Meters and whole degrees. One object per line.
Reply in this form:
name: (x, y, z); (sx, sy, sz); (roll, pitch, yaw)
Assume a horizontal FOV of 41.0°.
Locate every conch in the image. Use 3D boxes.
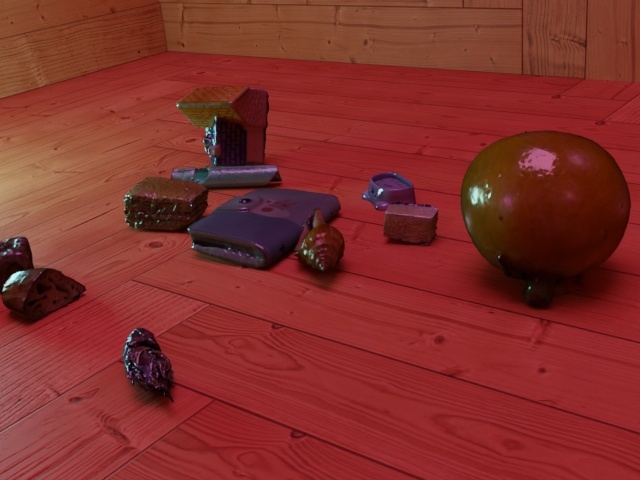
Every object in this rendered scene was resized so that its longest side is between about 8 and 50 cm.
conch: (0.005, 0.003, 1.895); (0.093, 0.109, 0.330); (31, 17, -9)

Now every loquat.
loquat: (0.434, -0.046, 1.671); (0.328, 0.328, 0.359); (2, 68, 16)

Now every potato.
potato: (0.203, -0.038, 1.951); (0.122, 0.086, 0.061); (7, 24, 14)

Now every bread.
bread: (-0.389, -0.091, 2.186); (0.196, 0.102, 0.138); (4, 28, 15)

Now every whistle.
whistle: (-0.265, -0.178, 2.410); (0.312, 0.062, 0.062); (-1, 24, 10)

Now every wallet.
wallet: (-0.135, -0.049, 2.061); (0.252, 0.083, 0.360); (13, 28, 25)

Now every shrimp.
shrimp: (-0.288, 0.224, 1.472); (0.090, 0.079, 0.233); (25, 7, -36)

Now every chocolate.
chocolate: (-0.761, 0.059, 1.934); (0.214, 0.093, 0.148); (-13, 23, -16)

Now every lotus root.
lotus root: (-0.600, 0.101, 1.805); (0.135, 0.095, 0.159); (1, 18, 23)

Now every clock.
clock: (0.173, -0.128, 2.206); (0.110, 0.050, 0.152); (-13, 24, -16)

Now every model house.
model house: (-0.290, -0.334, 2.484); (0.202, 0.237, 0.237); (8, 8, 21)
